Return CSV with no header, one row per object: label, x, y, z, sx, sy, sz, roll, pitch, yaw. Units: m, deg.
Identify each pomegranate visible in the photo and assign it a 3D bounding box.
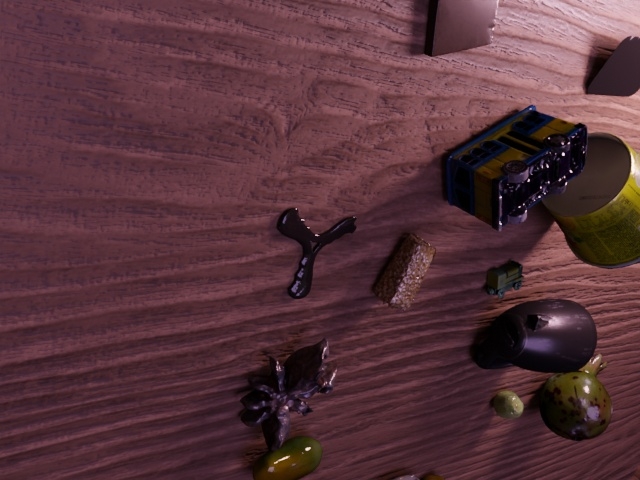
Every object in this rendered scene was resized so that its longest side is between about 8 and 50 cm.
pomegranate,0.835,0.492,2.304,0.242,0.242,0.306,30,74,-47

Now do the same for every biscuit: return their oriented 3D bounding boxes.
biscuit,0.186,0.069,1.554,0.082,0.070,0.168,20,99,-50

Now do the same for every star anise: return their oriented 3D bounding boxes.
star anise,-0.059,0.314,1.465,0.257,0.110,0.198,-43,137,-3

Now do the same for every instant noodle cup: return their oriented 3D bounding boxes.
instant noodle cup,0.692,-0.114,1.747,0.221,0.311,0.311,34,91,-38

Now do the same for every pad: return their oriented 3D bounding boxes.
pad,0.785,-0.502,1.734,0.250,0.055,0.323,-6,119,-39

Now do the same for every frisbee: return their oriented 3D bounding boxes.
frisbee,0.000,0.000,1.387,0.187,0.012,0.211,-32,132,-23

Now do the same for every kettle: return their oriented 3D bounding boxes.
kettle,0.566,0.281,1.953,0.290,0.207,0.268,3,141,-37

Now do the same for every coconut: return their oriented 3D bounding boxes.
coconut,0.568,0.498,2.157,0.088,0.096,0.087,2,86,-26

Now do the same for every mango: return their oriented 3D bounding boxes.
mango,-0.078,0.492,1.574,0.191,0.085,0.122,-6,148,-39

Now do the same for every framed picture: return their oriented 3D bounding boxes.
framed picture,0.271,-0.426,1.350,0.168,0.023,0.128,-20,128,-32

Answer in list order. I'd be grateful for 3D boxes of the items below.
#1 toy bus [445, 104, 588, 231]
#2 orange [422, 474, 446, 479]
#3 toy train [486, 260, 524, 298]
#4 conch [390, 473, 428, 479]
toy bus,0.427,-0.162,1.543,0.288,0.175,0.138,-32,132,-23
orange,0.332,0.737,2.098,0.095,0.085,0.085,-1,118,-18
toy train,0.481,0.102,1.855,0.122,0.050,0.081,-20,120,-30
conch,0.191,0.748,1.931,0.275,0.182,0.149,13,138,-39
